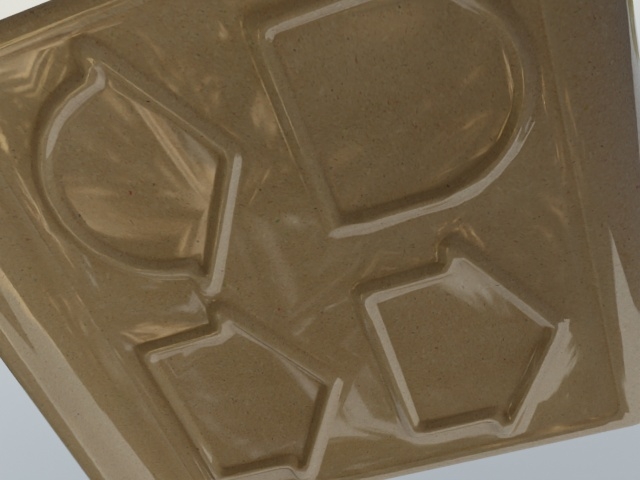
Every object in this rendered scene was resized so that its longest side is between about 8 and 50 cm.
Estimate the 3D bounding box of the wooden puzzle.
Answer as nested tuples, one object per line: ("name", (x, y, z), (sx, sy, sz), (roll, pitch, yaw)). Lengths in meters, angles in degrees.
("wooden puzzle", (0.000, 0.000, 0.390), (0.348, 0.322, 0.080), (-18, -152, 7))
